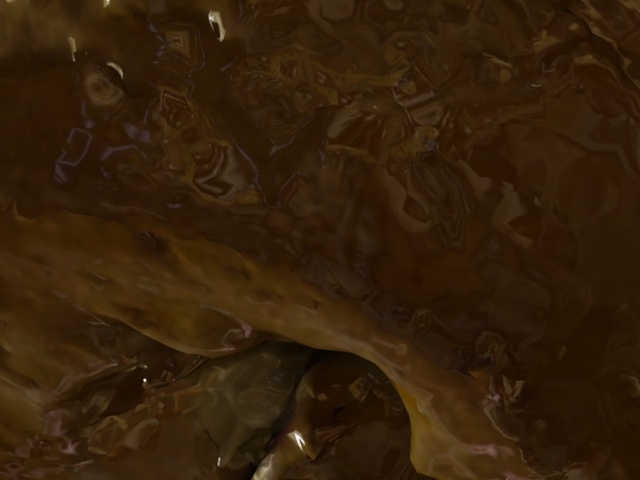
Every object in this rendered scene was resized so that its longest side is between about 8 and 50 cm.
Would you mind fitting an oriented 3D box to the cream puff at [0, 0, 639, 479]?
[{"bbox_3d":[0.000,0.000,0.471,0.343,0.327,0.231,57,-143,-34],"label":"cream puff"}]
